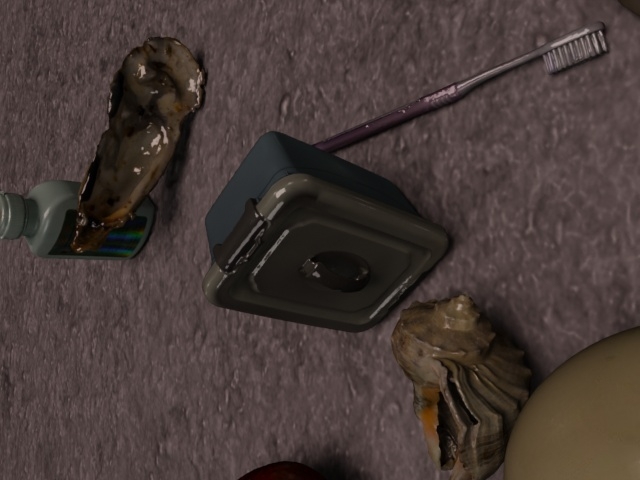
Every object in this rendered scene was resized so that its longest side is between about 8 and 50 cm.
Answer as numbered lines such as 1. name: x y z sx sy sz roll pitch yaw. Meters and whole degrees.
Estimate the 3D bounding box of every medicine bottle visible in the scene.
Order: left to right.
1. medicine bottle: -0.380 -0.030 0.900 0.083 0.229 0.121 49 117 32

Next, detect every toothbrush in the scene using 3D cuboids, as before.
1. toothbrush: 0.118 -0.141 0.622 0.354 0.024 0.029 -16 85 38

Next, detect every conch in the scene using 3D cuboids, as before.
1. conch: 0.119 0.145 0.529 0.130 0.155 0.207 12 115 18

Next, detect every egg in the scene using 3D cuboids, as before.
1. egg: 0.238 0.154 0.397 0.242 0.186 0.186 -43 61 41

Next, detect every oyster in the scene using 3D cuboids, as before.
1. oyster: -0.281 -0.140 0.858 0.079 0.129 0.345 19 84 45

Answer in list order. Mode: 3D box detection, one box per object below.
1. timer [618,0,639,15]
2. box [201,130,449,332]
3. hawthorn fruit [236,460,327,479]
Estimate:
1. timer: 0.235 -0.264 0.372 0.175 0.266 0.175 -3 86 40
2. box: 0.000 0.000 0.590 0.162 0.227 0.130 -51 44 26
3. hawthorn fruit: -0.041 0.384 0.612 0.230 0.210 0.266 -45 72 25
